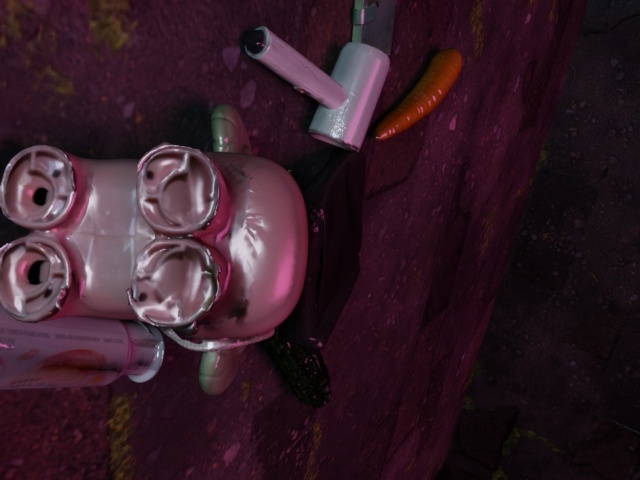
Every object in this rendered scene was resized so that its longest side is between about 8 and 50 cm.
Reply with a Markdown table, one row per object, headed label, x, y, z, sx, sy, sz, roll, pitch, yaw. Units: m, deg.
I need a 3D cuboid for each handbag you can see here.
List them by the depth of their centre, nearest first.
| label | x | y | z | sx | sy | sz | roll | pitch | yaw |
| --- | --- | --- | --- | --- | --- | --- | --- | --- | --- |
| handbag | 0.000 | 0.000 | 0.769 | 0.247 | 0.080 | 0.222 | -57 | 151 | -58 |

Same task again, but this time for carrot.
| label | x | y | z | sx | sy | sz | roll | pitch | yaw |
| --- | --- | --- | --- | --- | --- | --- | --- | --- | --- |
| carrot | 0.172 | -0.242 | 0.960 | 0.271 | 0.062 | 0.066 | -51 | -179 | -22 |

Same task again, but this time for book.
| label | x | y | z | sx | sy | sz | roll | pitch | yaw |
| --- | --- | --- | --- | --- | --- | --- | --- | --- | --- |
| book | 0.075 | -0.316 | 0.770 | 0.103 | 0.017 | 0.135 | -37 | 139 | -46 |

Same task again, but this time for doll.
| label | x | y | z | sx | sy | sz | roll | pitch | yaw |
| --- | --- | --- | --- | --- | --- | --- | --- | --- | --- |
| doll | -0.115 | 0.003 | 0.516 | 0.268 | 0.217 | 0.284 | 51 | 42 | -83 |

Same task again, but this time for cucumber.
| label | x | y | z | sx | sy | sz | roll | pitch | yaw |
| --- | --- | --- | --- | --- | --- | --- | --- | --- | --- |
| cucumber | -0.036 | 0.182 | 0.869 | 0.077 | 0.077 | 0.265 | -54 | 150 | -25 |

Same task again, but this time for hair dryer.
| label | x | y | z | sx | sy | sz | roll | pitch | yaw |
| --- | --- | --- | --- | --- | --- | --- | --- | --- | --- |
| hair dryer | -0.009 | -0.202 | 0.668 | 0.236 | 0.073 | 0.131 | 15 | 97 | -53 |

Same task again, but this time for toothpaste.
| label | x | y | z | sx | sy | sz | roll | pitch | yaw |
| --- | --- | --- | --- | --- | --- | --- | --- | --- | --- |
| toothpaste | -0.255 | 0.079 | 0.421 | 0.100 | 0.066 | 0.323 | -61 | 149 | 3 |

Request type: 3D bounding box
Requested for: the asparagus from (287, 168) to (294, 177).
| label | x | y | z | sx | sy | sz | roll | pitch | yaw |
| --- | --- | --- | --- | --- | --- | --- | --- | --- | --- |
| asparagus | -0.054 | -0.044 | 0.731 | 0.025 | 0.021 | 0.108 | -13 | 121 | -53 |
